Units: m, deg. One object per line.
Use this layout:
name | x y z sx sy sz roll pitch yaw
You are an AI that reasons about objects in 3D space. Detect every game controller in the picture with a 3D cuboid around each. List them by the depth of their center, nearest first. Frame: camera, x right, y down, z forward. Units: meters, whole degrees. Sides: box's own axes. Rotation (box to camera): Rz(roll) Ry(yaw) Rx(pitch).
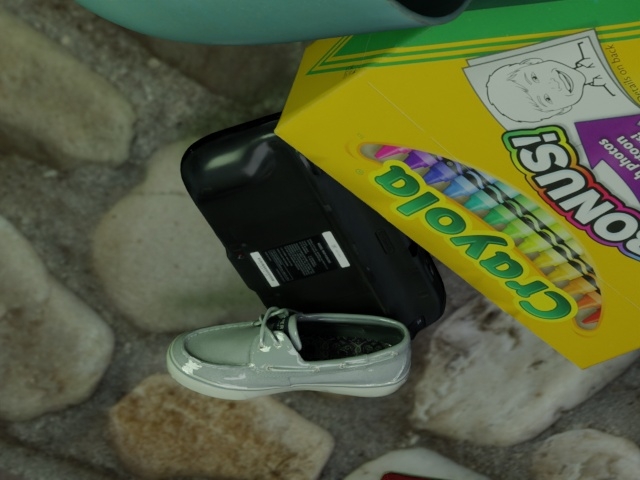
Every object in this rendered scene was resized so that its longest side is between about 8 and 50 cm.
game controller | 0.000 0.000 1.247 0.166 0.067 0.319 -9 141 19

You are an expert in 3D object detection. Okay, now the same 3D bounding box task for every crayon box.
crayon box | 0.205 -0.074 1.036 0.363 0.106 0.313 37 137 -24

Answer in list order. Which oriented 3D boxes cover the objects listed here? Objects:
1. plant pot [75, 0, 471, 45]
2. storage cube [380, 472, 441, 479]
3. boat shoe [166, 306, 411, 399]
plant pot | -0.058 -0.256 0.870 0.235 0.293 0.293 -9 138 29
storage cube | 0.140 0.399 1.560 0.184 0.193 0.215 9 128 -21
boat shoe | -0.027 0.094 1.266 0.227 0.079 0.081 2 137 -5
